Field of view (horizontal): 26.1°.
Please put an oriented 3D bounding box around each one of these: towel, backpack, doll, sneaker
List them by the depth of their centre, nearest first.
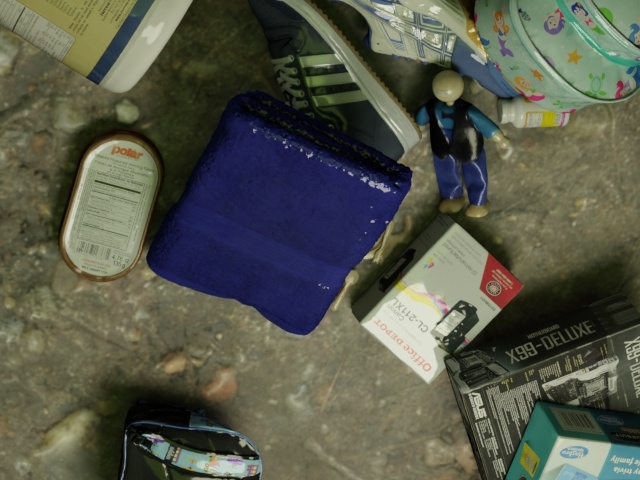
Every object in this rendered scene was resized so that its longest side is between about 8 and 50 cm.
[{"bbox_3d":[0.310,-0.275,1.567,0.225,0.191,0.253,45,77,-17],"label":"backpack"},{"bbox_3d":[-0.051,-0.030,1.594,0.227,0.076,0.308,24,137,-10],"label":"towel"},{"bbox_3d":[-0.021,-0.168,1.618,0.153,0.099,0.282,-46,108,-7],"label":"sneaker"},{"bbox_3d":[0.122,-0.260,1.637,0.296,0.112,0.131,40,124,-21],"label":"sneaker"},{"bbox_3d":[0.167,-0.119,1.656,0.129,0.046,0.189,10,128,34],"label":"doll"},{"bbox_3d":[-0.163,0.283,1.716,0.173,0.117,0.158,6,103,-8],"label":"backpack"}]

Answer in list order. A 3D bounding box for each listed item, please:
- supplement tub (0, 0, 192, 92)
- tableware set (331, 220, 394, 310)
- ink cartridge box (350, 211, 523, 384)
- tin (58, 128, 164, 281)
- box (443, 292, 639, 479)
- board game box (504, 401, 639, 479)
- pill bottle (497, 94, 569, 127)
[{"bbox_3d":[-0.287,-0.330,1.487,0.316,0.228,0.228,32,98,-13],"label":"supplement tub"},{"bbox_3d":[0.000,0.000,1.715,0.168,0.020,0.141,32,98,-13],"label":"tableware set"},{"bbox_3d":[0.144,0.072,1.725,0.127,0.072,0.175,41,95,-16],"label":"ink cartridge box"},{"bbox_3d":[-0.251,-0.040,1.666,0.106,0.040,0.190,14,102,-15],"label":"tin"},{"bbox_3d":[0.313,0.243,1.751,0.242,0.076,0.307,-21,120,-2],"label":"box"},{"bbox_3d":[0.338,0.374,1.737,0.253,0.079,0.336,9,115,-18],"label":"board game box"},{"bbox_3d":[0.261,-0.160,1.696,0.083,0.043,0.043,-2,104,-7],"label":"pill bottle"}]
